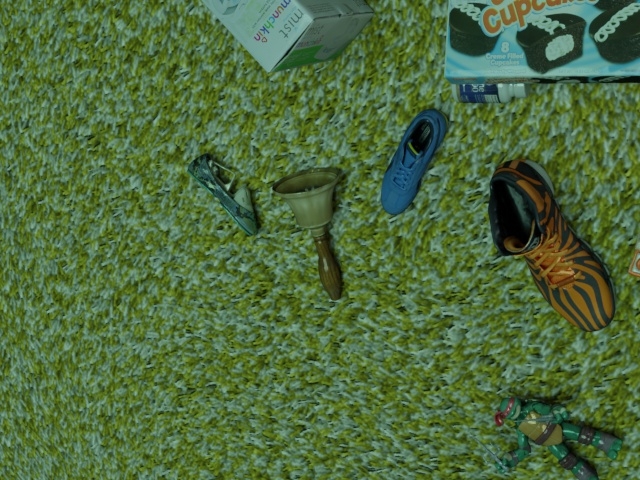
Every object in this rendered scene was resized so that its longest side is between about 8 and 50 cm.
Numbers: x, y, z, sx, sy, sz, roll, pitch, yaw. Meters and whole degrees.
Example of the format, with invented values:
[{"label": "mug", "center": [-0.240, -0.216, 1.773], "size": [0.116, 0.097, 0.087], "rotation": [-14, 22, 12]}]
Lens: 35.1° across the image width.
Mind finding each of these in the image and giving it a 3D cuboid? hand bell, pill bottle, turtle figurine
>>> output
[{"label": "hand bell", "center": [0.000, 0.000, 1.855], "size": [0.126, 0.126, 0.242], "rotation": [-3, 115, 25]}, {"label": "pill bottle", "center": [0.281, -0.259, 1.663], "size": [0.120, 0.067, 0.067], "rotation": [4, 105, 23]}, {"label": "turtle figurine", "center": [0.386, 0.331, 1.740], "size": [0.234, 0.118, 0.175], "rotation": [27, 128, 0]}]

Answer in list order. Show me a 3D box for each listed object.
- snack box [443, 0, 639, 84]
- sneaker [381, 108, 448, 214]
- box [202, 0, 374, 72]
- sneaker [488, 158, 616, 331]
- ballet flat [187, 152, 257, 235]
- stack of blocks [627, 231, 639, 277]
[{"label": "snack box", "center": [0.359, -0.341, 1.574], "size": [0.321, 0.060, 0.187], "rotation": [2, 87, 20]}, {"label": "sneaker", "center": [0.150, -0.133, 1.749], "size": [0.069, 0.082, 0.209], "rotation": [31, 115, 12]}, {"label": "box", "center": [-0.064, -0.410, 1.675], "size": [0.231, 0.262, 0.127], "rotation": [48, 117, 6]}, {"label": "sneaker", "center": [0.358, 0.024, 1.637], "size": [0.124, 0.180, 0.321], "rotation": [-34, 88, 28]}, {"label": "ballet flat", "center": [-0.173, -0.093, 1.918], "size": [0.188, 0.070, 0.070], "rotation": [45, 116, 4]}, {"label": "stack of blocks", "center": [0.648, 0.011, 1.554], "size": [0.297, 0.087, 0.171], "rotation": [19, 110, 19]}]
